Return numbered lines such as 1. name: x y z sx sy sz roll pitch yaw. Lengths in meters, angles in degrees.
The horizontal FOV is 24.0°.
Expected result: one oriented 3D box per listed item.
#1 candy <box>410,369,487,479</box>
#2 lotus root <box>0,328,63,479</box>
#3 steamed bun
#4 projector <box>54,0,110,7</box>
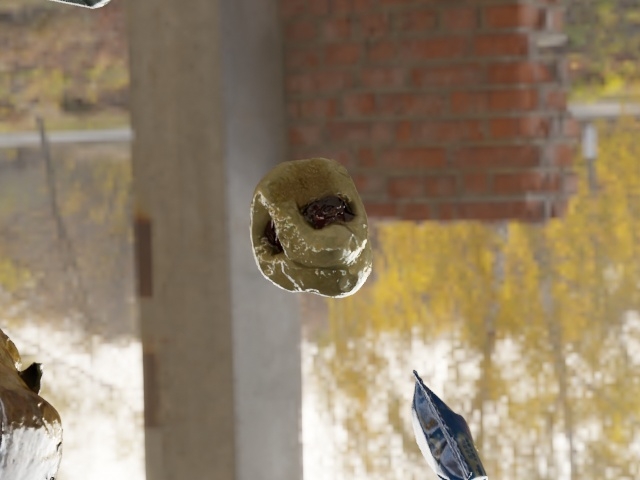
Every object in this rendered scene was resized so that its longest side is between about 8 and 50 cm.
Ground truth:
1. candy: 0.095 0.153 1.051 0.038 0.088 0.136 -29 147 -4
2. lotus root: -0.356 0.181 1.439 0.272 0.272 0.192 0 177 33
3. steamed bun: 0.000 0.000 1.899 0.141 0.172 0.155 -17 -143 -20
4. projector: -0.145 -0.293 0.893 0.099 0.256 0.192 14 158 30
